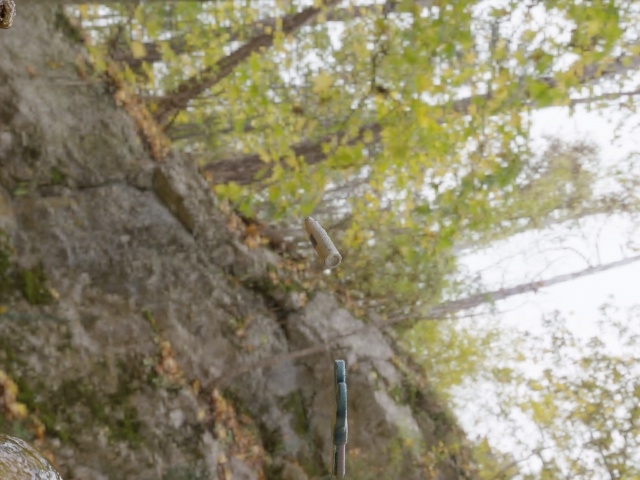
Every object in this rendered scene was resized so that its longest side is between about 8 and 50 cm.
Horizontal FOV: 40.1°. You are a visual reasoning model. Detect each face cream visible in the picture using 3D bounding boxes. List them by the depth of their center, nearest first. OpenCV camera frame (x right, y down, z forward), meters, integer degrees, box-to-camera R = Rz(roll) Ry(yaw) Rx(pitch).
[{"bbox_3d":[0.000,0.000,1.582,0.130,0.034,0.034,-120,-144,-49],"label":"face cream"}]

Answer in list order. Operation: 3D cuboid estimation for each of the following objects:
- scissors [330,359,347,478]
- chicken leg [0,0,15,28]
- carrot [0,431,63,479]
[{"bbox_3d":[0.033,0.340,1.588,0.125,0.030,0.256,-93,-177,-56],"label":"scissors"},{"bbox_3d":[-0.352,-0.181,0.768,0.207,0.101,0.085,-7,-100,18],"label":"chicken leg"},{"bbox_3d":[-0.515,0.405,1.259,0.341,0.241,0.242,49,32,-87],"label":"carrot"}]
